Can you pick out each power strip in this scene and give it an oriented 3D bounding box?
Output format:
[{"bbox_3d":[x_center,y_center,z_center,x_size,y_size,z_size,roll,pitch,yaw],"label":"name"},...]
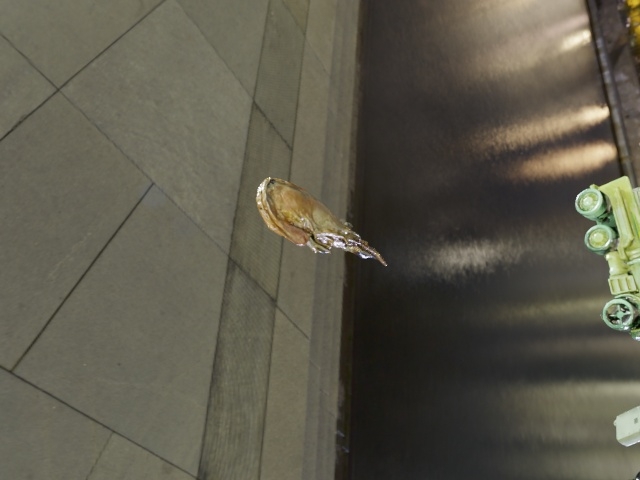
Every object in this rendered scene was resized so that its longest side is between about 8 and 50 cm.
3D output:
[{"bbox_3d":[0.415,0.233,0.608,0.016,0.090,0.040,28,48,5],"label":"power strip"}]

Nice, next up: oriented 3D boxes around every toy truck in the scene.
[{"bbox_3d":[0.502,0.025,0.720,0.128,0.135,0.259,17,65,-28],"label":"toy truck"}]

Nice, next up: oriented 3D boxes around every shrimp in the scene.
[{"bbox_3d":[-0.001,-0.001,0.760,0.262,0.066,0.117,36,45,-21],"label":"shrimp"}]

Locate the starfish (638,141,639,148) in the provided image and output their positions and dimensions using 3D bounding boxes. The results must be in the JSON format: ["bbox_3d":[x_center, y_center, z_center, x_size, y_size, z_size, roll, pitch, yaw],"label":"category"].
[{"bbox_3d":[0.401,0.120,0.303,0.082,0.324,0.432,-29,114,-21],"label":"starfish"}]

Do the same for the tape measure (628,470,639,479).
[{"bbox_3d":[0.640,0.457,0.798,0.186,0.199,0.112,3,81,-64],"label":"tape measure"}]
